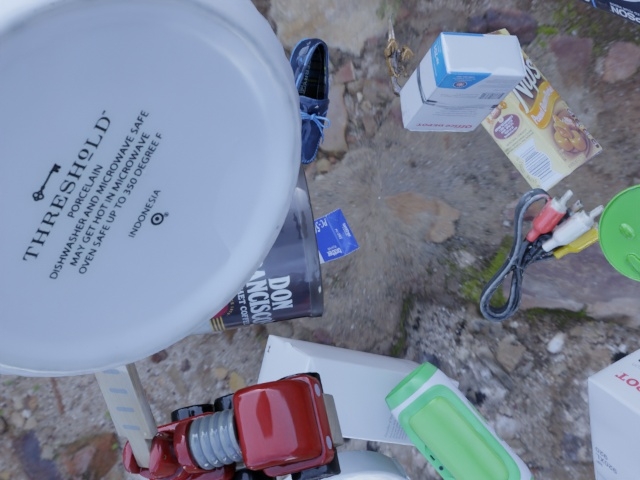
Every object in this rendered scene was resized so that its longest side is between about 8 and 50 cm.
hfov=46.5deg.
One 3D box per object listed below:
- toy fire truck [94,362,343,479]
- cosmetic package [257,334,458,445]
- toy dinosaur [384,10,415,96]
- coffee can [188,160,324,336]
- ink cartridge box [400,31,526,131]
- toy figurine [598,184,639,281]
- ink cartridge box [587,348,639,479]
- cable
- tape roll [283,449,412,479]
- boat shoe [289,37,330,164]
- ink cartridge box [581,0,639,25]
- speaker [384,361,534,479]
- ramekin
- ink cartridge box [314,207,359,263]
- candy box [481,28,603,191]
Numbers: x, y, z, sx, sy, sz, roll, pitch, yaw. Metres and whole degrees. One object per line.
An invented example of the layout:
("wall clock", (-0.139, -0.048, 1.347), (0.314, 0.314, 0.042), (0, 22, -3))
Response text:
("toy fire truck", (-0.117, 0.192, 0.793), (0.217, 0.246, 0.158), (-19, 69, 16))
("cosmetic package", (0.073, 0.310, 1.533), (0.366, 0.197, 0.155), (13, 91, -26))
("toy dinosaur", (0.165, -0.434, 1.701), (0.064, 0.112, 0.211), (-4, 92, -14))
("coffee can", (-0.148, 0.011, 0.867), (0.275, 0.201, 0.201), (-9, 93, -5))
("ink cartridge box", (0.233, -0.262, 1.255), (0.140, 0.190, 0.082), (-2, 73, -16))
("toy figurine", (0.476, -0.005, 1.001), (0.130, 0.159, 0.173), (-45, 73, 35))
("ink cartridge box", (0.410, 0.186, 0.726), (0.233, 0.171, 0.168), (-24, 118, -15))
("cable", (0.339, 0.027, 1.222), (0.139, 0.072, 0.287), (28, 118, -15))
("tape roll", (0.038, 0.629, 1.633), (0.392, 0.072, 0.392), (-10, 120, -18))
("boat shoe", (-0.033, -0.284, 1.523), (0.109, 0.089, 0.258), (-5, 99, -26))
("ink cartridge box", (0.494, -0.429, 1.263), (0.045, 0.208, 0.206), (-49, 52, 2))
("speaker", (0.256, 0.371, 1.374), (0.131, 0.131, 0.296), (-42, 82, 6))
("ramekin", (-0.131, -0.048, 0.406), (0.127, 0.273, 0.273), (39, 97, 40))
("ink cartridge box", (0.000, 0.000, 1.681), (0.046, 0.207, 0.097), (-28, 94, -30))
("candy box", (0.390, -0.255, 1.445), (0.316, 0.183, 0.087), (54, 132, 6))
